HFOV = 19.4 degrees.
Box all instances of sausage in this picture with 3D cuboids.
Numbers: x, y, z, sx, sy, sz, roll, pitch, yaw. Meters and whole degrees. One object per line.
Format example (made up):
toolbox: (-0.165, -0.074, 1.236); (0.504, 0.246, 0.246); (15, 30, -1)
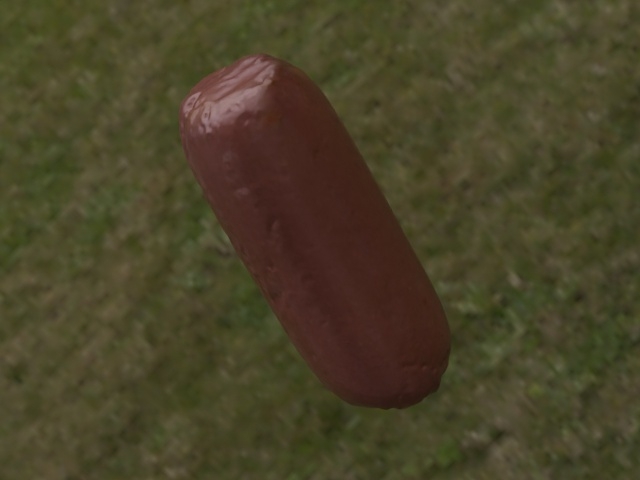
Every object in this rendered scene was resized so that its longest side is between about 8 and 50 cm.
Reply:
sausage: (0.000, 0.000, 0.735); (0.062, 0.154, 0.062); (-26, 22, 11)
